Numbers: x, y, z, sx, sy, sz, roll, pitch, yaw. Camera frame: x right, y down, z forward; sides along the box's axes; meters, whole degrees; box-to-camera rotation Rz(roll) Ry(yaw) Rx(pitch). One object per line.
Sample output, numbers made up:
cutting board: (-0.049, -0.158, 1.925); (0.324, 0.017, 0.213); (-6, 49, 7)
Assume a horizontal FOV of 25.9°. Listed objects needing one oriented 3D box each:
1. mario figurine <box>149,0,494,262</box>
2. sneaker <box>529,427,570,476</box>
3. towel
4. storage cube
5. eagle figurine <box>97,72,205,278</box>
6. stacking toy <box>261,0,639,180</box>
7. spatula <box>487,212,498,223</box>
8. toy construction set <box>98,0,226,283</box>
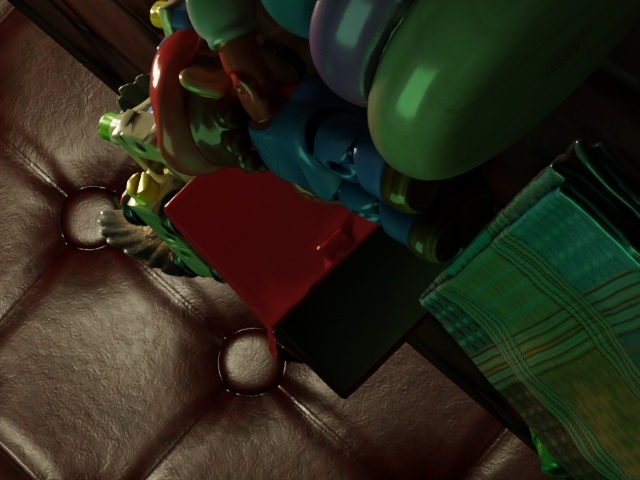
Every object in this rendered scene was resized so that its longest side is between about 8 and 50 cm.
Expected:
mario figurine: (-0.002, -0.113, 1.111); (0.320, 0.170, 0.198); (27, 125, 36)
sneaker: (0.240, 0.164, 1.372); (0.295, 0.123, 0.109); (39, 175, 33)
towel: (0.198, 0.094, 0.951); (0.271, 0.040, 0.370); (50, 163, 5)
storage cube: (0.000, 0.000, 1.337); (0.193, 0.215, 0.184); (46, 179, 35)
eagle figurine: (-0.137, -0.059, 1.750); (0.226, 0.225, 0.298); (51, -174, 22)
stacking toy: (-0.023, -0.182, 0.530); (0.330, 0.141, 0.141); (48, 177, 15)
spatula: (0.161, 0.014, 1.204); (0.084, 0.030, 0.296); (43, 176, 15)
toy construction set: (-0.100, -0.081, 1.473); (0.151, 0.215, 0.327); (5, 152, 48)
